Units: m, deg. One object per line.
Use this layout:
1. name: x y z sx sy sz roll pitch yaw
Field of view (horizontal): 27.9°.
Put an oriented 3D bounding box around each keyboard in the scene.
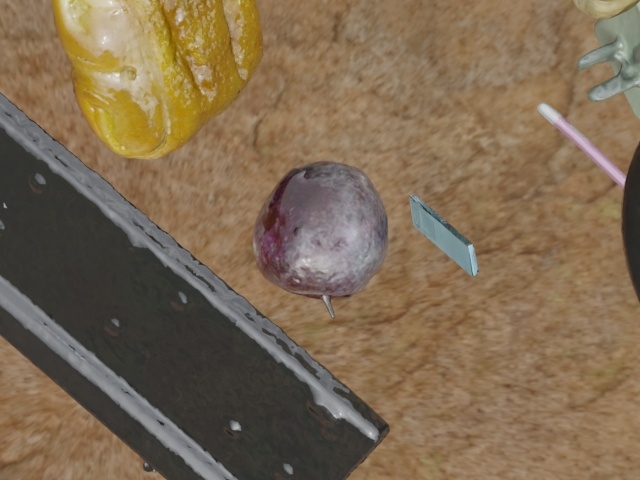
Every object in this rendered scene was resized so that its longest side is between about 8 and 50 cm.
1. keyboard: -0.116 -0.001 0.490 0.310 0.101 0.018 39 38 5

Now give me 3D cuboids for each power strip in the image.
1. power strip: 0.408 -0.231 1.494 0.224 0.140 0.139 -24 86 -11

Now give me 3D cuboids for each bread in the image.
1. bread: -0.208 -0.310 1.786 0.148 0.328 0.337 12 42 28

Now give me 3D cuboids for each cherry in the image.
1. cherry: 0.004 -0.010 1.676 0.195 0.195 0.195 1 84 -9

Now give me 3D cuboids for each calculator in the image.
1. calculator: 0.166 -0.007 1.743 0.018 0.172 0.057 -24 122 -13

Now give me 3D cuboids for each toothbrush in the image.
1. toothbrush: 0.371 -0.072 1.567 0.286 0.020 0.025 46 107 15

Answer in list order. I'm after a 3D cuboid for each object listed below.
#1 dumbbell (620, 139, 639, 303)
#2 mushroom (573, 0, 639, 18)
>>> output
1. dumbbell: 0.389 -0.019 0.875 0.204 0.322 0.203 5 82 -41
2. mushroom: 0.286 -0.297 1.306 0.112 0.148 0.148 -4 85 -8
